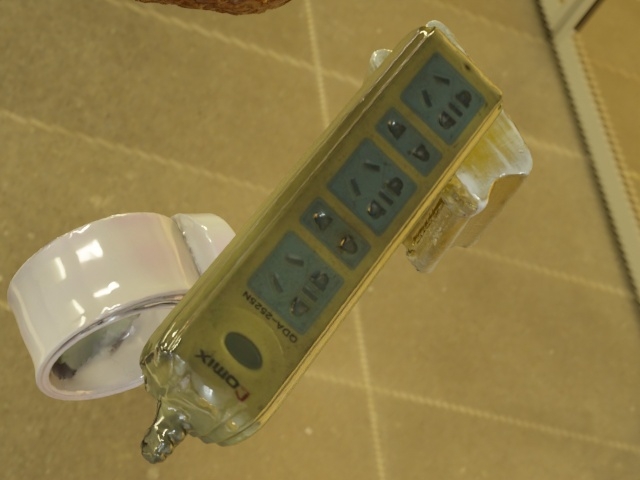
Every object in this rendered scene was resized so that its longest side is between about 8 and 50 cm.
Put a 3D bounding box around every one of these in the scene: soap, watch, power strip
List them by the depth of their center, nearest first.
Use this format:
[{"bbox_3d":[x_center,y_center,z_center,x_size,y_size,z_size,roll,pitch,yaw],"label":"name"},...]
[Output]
[{"bbox_3d":[0.000,0.000,0.948,0.092,0.066,0.387,43,64,-10],"label":"power strip"},{"bbox_3d":[0.103,-0.081,1.322,0.089,0.274,0.173,-30,81,-11],"label":"soap"},{"bbox_3d":[-0.194,0.096,1.417,0.231,0.244,0.196,-13,62,-32],"label":"watch"}]

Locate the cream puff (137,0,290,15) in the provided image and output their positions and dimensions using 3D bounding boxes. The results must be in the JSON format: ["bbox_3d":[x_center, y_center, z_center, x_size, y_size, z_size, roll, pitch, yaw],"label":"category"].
[{"bbox_3d":[-0.082,-0.297,0.860,0.303,0.303,0.212,50,16,16],"label":"cream puff"}]
